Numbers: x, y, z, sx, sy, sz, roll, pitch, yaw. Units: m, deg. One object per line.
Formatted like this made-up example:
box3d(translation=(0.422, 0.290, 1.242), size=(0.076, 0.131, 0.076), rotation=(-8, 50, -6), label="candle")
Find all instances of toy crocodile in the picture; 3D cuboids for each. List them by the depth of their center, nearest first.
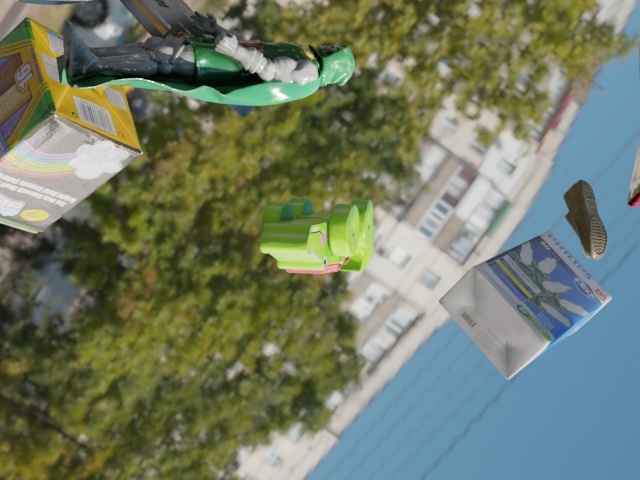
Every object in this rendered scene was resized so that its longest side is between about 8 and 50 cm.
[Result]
box3d(translation=(0.000, 0.000, 1.525), size=(0.340, 0.115, 0.105), rotation=(-18, 110, -77), label="toy crocodile")

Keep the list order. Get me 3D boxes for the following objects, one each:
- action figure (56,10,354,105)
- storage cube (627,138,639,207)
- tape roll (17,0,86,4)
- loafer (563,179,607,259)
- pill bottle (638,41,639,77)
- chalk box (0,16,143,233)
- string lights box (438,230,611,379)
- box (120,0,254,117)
box3d(translation=(-0.083, -0.142, 0.930), size=(0.137, 0.232, 0.063), rotation=(-131, -135, -61), label="action figure")
box3d(translation=(0.397, -0.116, 1.074), size=(0.193, 0.183, 0.215), rotation=(37, 65, -80), label="storage cube")
box3d(translation=(-0.203, -0.289, 0.877), size=(0.219, 0.219, 0.072), rotation=(-59, 178, -18), label="tape roll")
box3d(translation=(0.459, -0.032, 2.055), size=(0.050, 0.056, 0.148), rotation=(-27, -123, 40), label="loafer")
box3d(translation=(0.295, -0.071, 0.574), size=(0.272, 0.152, 0.152), rotation=(31, -94, 47), label="pill bottle")
box3d(translation=(-0.316, -0.103, 1.236), size=(0.213, 0.132, 0.132), rotation=(-33, -120, 23), label="chalk box")
box3d(translation=(0.276, 0.079, 1.559), size=(0.077, 0.133, 0.259), rotation=(-49, 164, 30), label="string lights box")
box3d(translation=(-0.196, -0.296, 1.698), size=(0.056, 0.231, 0.183), rotation=(-44, 152, 6), label="box")
